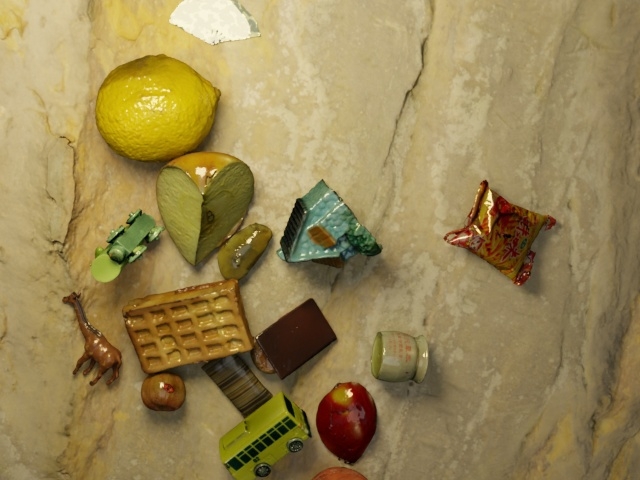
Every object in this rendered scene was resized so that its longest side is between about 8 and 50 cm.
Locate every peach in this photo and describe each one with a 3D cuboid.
[{"bbox_3d":[0.083,0.562,2.030,0.189,0.068,0.279,-9,103,-2],"label":"peach"}]

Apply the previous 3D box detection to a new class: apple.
[{"bbox_3d":[-0.446,0.430,1.925,0.126,0.126,0.102,1,60,-6],"label":"apple"},{"bbox_3d":[-0.305,-0.099,1.773,0.254,0.179,0.346,6,138,-8],"label":"apple"}]

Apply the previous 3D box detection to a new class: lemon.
[{"bbox_3d":[-0.407,-0.325,1.690,0.322,0.268,0.268,-19,103,4],"label":"lemon"}]

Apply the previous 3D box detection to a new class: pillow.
[{"bbox_3d":[-0.243,0.412,1.979,0.113,0.038,0.203,-36,102,5],"label":"pillow"}]

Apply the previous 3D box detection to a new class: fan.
[{"bbox_3d":[-0.274,-0.580,1.778,0.240,0.009,0.131,8,101,-7],"label":"fan"}]

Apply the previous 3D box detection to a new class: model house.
[{"bbox_3d":[0.000,0.000,1.800,0.241,0.261,0.226,-38,102,2],"label":"model house"}]

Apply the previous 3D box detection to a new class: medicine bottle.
[{"bbox_3d":[0.230,0.337,1.954,0.143,0.147,0.147,7,101,-8],"label":"medicine bottle"}]

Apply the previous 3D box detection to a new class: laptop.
[{"bbox_3d":[-0.070,0.280,1.942,0.207,0.026,0.154,-35,99,-18],"label":"laptop"}]

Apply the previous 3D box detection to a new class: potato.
[{"bbox_3d":[-0.211,0.029,1.878,0.188,0.085,0.105,-45,108,0],"label":"potato"}]

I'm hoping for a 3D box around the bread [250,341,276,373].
[{"bbox_3d":[-0.157,0.334,1.960,0.082,0.060,0.113,-26,101,0],"label":"bread"}]

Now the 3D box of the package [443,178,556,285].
[{"bbox_3d":[0.511,-0.030,1.929,0.288,0.108,0.223,30,92,-18],"label":"package"}]

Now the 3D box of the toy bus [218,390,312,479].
[{"bbox_3d":[-0.169,0.576,1.967,0.262,0.128,0.150,-38,114,4],"label":"toy bus"}]

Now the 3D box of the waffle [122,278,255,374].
[{"bbox_3d":[-0.360,0.237,1.872,0.328,0.098,0.224,-13,112,3],"label":"waffle"}]

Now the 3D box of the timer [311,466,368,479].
[{"bbox_3d":[0.062,0.793,2.005,0.230,0.215,0.229,-2,100,-12],"label":"timer"}]

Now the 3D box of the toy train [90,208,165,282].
[{"bbox_3d":[-0.512,0.015,1.769,0.157,0.253,0.105,-42,104,19],"label":"toy train"}]

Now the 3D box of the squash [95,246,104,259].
[{"bbox_3d":[-0.609,0.060,1.873,0.027,0.027,0.089,0,105,-6],"label":"squash"}]

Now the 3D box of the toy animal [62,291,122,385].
[{"bbox_3d":[-0.649,0.279,1.901,0.224,0.066,0.229,25,109,9],"label":"toy animal"}]
